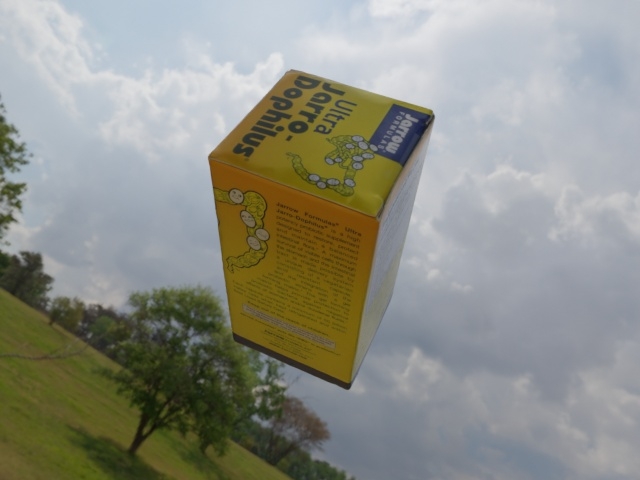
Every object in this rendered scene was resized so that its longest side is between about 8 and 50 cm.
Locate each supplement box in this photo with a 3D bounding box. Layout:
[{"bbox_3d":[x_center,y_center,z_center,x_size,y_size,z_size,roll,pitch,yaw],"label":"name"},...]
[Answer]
[{"bbox_3d":[0.000,0.000,0.732,0.195,0.194,0.357,20,-40,14],"label":"supplement box"}]
